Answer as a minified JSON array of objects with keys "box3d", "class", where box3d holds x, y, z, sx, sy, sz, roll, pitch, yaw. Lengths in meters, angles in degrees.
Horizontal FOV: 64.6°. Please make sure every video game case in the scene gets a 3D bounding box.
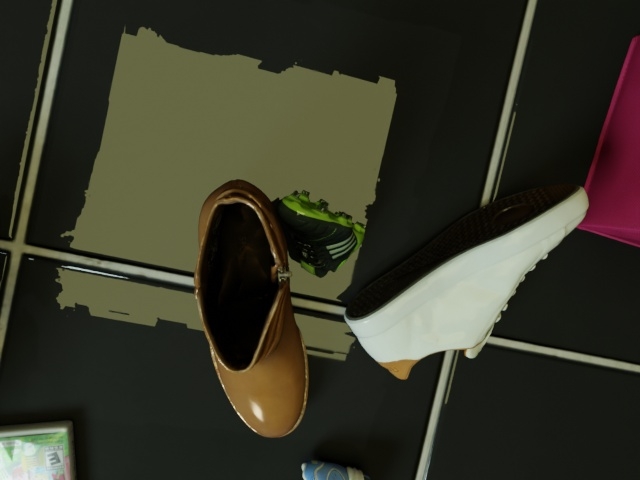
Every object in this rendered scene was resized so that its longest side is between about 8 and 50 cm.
[{"box3d":[-0.370,0.296,0.537,0.212,0.023,0.193,-2,95,-9],"class":"video game case"}]

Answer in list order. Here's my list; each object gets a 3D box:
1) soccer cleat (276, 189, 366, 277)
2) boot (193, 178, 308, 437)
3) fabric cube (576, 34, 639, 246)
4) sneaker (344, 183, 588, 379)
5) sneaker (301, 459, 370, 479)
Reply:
[{"box3d":[0.000,0.000,0.499,0.060,0.179,0.072,31,93,20],"class":"soccer cleat"},{"box3d":[-0.056,0.085,0.468,0.109,0.220,0.284,-4,95,-9],"class":"boot"},{"box3d":[0.483,-0.089,0.519,0.259,0.258,0.254,16,91,-9],"class":"fabric cube"},{"box3d":[0.176,0.049,0.569,0.290,0.106,0.123,-33,105,5],"class":"sneaker"},{"box3d":[-0.020,0.350,0.573,0.081,0.080,0.211,25,81,-3],"class":"sneaker"}]
